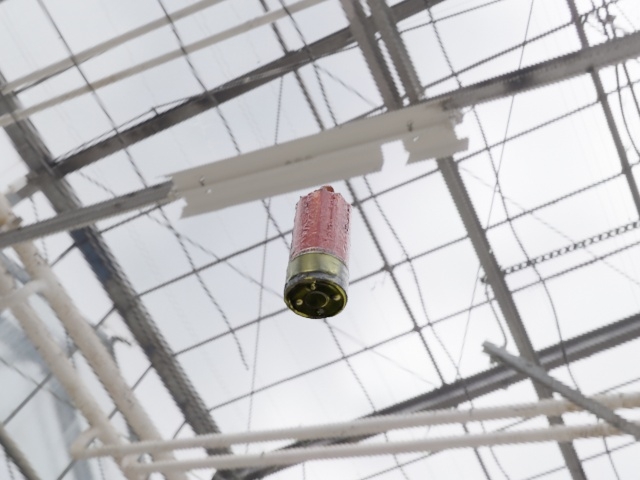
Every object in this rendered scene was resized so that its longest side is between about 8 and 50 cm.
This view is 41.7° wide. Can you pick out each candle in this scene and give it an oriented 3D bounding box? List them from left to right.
[{"bbox_3d":[0.000,0.000,0.681,0.052,0.130,0.052,2,-44,2],"label":"candle"}]
